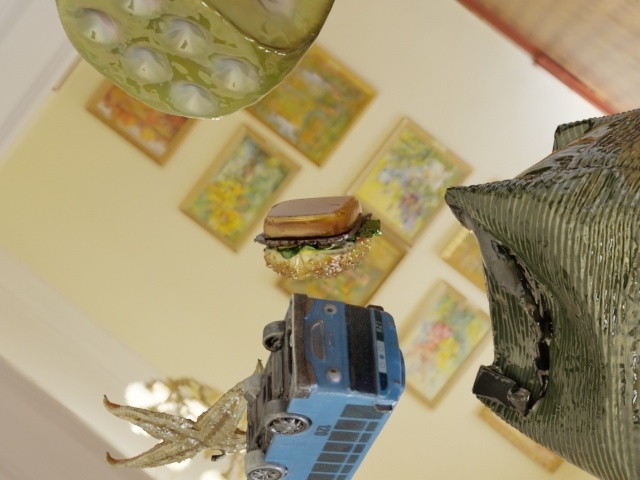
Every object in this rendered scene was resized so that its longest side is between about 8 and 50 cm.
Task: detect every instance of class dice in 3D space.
[{"bbox_3d":[-0.136,-0.290,1.216,0.238,0.233,0.227,38,143,-27],"label":"dice"}]

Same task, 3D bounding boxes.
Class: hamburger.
[{"bbox_3d":[0.000,0.000,1.302,0.137,0.087,0.166,-3,-169,16],"label":"hamburger"}]

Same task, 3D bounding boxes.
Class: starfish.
[{"bbox_3d":[-0.168,0.230,1.361,0.050,0.247,0.138,-97,-10,-49],"label":"starfish"}]

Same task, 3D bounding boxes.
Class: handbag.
[{"bbox_3d":[0.266,0.047,1.016,0.240,0.247,0.341,14,123,46],"label":"handbag"}]

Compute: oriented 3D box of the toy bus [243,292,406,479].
[{"bbox_3d":[-0.001,0.159,1.104,0.133,0.234,0.116,7,-127,-12],"label":"toy bus"}]
